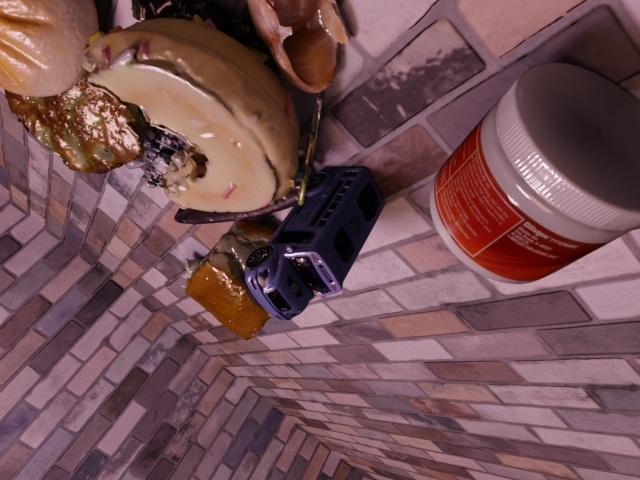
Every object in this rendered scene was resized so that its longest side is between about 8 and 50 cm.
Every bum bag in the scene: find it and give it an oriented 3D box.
[{"bbox_3d":[-0.188,-0.340,0.691,0.248,0.069,0.102,27,135,-11],"label":"bum bag"}]

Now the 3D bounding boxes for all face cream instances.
[{"bbox_3d":[0.259,-0.069,0.519,0.201,0.201,0.187,33,148,2],"label":"face cream"}]

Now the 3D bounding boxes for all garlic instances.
[{"bbox_3d":[-0.036,-0.284,0.607,0.124,0.099,0.174,24,150,43],"label":"garlic"}]

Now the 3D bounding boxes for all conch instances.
[{"bbox_3d":[-0.391,0.123,1.467,0.135,0.102,0.153,-26,82,67],"label":"conch"}]

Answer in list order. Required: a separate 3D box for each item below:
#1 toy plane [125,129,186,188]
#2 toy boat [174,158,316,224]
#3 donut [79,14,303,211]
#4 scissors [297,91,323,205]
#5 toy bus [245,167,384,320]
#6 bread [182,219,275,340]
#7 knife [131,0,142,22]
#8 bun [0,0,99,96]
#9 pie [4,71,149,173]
[{"bbox_3d":[-0.342,-0.164,1.056,0.247,0.078,0.169,33,120,-2],"label":"toy plane"},{"bbox_3d":[-0.182,-0.093,0.956,0.393,0.079,0.136,-8,130,31],"label":"toy boat"},{"bbox_3d":[-0.177,-0.188,0.719,0.308,0.150,0.371,9,150,14],"label":"donut"},{"bbox_3d":[-0.015,-0.162,0.735,0.020,0.133,0.187,10,129,-3],"label":"scissors"},{"bbox_3d":[0.000,0.000,0.764,0.133,0.292,0.125,-1,133,40],"label":"toy bus"},{"bbox_3d":[-0.178,0.094,1.114,0.250,0.224,0.279,41,144,-7],"label":"bread"},{"bbox_3d":[-0.316,-0.382,0.801,0.030,0.014,0.207,17,145,23],"label":"knife"},{"bbox_3d":[-0.555,-0.397,0.755,0.299,0.165,0.298,7,115,16],"label":"bun"},{"bbox_3d":[-0.538,-0.299,0.960,0.288,0.102,0.354,-33,109,35],"label":"pie"}]
